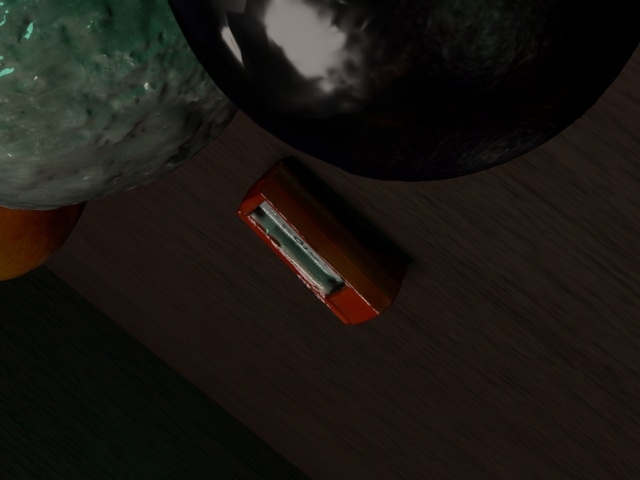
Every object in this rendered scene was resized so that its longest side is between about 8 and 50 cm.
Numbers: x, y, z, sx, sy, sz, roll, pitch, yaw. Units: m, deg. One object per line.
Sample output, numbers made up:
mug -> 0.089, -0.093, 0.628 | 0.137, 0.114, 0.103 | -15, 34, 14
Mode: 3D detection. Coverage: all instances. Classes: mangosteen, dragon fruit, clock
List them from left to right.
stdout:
dragon fruit -> -0.191, -0.115, 0.902 | 0.204, 0.221, 0.283 | 52, 158, -24
clock -> 0.000, 0.000, 1.084 | 0.155, 0.061, 0.113 | 44, 165, -5
mangosteen -> 0.038, -0.132, 0.419 | 0.194, 0.194, 0.230 | 37, 132, 8

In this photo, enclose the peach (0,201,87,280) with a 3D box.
peach -> -0.394, -0.087, 1.350 | 0.289, 0.289, 0.308 | 48, 169, -30
